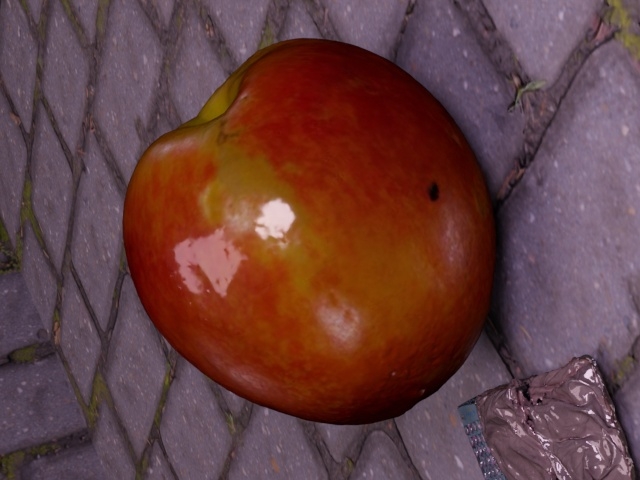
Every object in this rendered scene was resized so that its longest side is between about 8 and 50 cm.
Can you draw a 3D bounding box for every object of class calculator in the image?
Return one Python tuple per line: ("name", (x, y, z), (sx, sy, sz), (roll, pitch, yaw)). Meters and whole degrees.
("calculator", (0.192, 0.252, 1.657), (0.172, 0.018, 0.057), (68, 157, 9))

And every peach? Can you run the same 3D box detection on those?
("peach", (0.000, 0.000, 1.514), (0.388, 0.388, 0.388), (44, 142, 48))

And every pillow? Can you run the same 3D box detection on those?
("pillow", (0.224, 0.197, 1.515), (0.135, 0.049, 0.248), (67, 158, 5))
